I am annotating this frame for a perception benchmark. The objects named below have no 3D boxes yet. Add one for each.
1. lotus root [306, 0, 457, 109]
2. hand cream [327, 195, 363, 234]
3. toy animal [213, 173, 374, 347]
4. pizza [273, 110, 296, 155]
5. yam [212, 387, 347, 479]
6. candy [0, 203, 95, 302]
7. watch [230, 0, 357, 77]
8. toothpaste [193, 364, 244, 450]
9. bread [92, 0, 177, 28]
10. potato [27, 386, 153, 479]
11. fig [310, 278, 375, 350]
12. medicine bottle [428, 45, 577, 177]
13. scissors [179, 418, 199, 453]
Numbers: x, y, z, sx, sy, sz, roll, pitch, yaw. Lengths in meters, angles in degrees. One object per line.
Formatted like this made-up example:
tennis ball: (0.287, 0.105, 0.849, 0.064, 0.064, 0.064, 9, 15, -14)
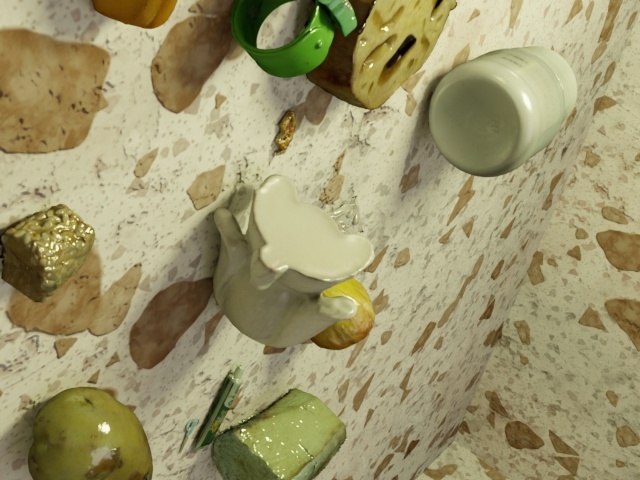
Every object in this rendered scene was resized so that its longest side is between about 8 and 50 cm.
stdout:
lotus root: (0.124, -0.390, 1.274, 0.390, 0.111, 0.375, -60, 156, -4)
hand cream: (-0.003, 0.000, 1.517, 0.257, 0.050, 0.084, -37, 125, -42)
toy animal: (-0.076, 0.060, 1.298, 0.206, 0.272, 0.265, -51, 179, -43)
pizza: (-0.057, -0.174, 1.287, 0.037, 0.016, 0.083, -12, 130, -48)
yam: (-0.084, 0.446, 1.731, 0.271, 0.202, 0.201, -32, 165, -45)
candy: (-0.330, 0.014, 0.954, 0.110, 0.085, 0.095, -42, 160, -52)
watch: (-0.044, -0.306, 1.060, 0.152, 0.165, 0.131, -36, 157, 10)
toothpaste: (-0.199, 0.334, 1.575, 0.049, 0.031, 0.204, 1, 119, -59)
bread: (-0.160, -0.318, 0.813, 0.092, 0.074, 0.239, -26, 158, -47)
potato: (-0.337, 0.325, 1.188, 0.165, 0.165, 0.262, -46, 147, -23)
fig: (0.014, 0.109, 1.615, 0.159, 0.159, 0.257, -46, 130, -23)
medicine bottle: (0.401, -0.289, 1.701, 0.306, 0.245, 0.245, -32, 144, -45)
scissors: (-0.261, 0.383, 1.546, 0.036, 0.006, 0.083, 0, 118, -58)
